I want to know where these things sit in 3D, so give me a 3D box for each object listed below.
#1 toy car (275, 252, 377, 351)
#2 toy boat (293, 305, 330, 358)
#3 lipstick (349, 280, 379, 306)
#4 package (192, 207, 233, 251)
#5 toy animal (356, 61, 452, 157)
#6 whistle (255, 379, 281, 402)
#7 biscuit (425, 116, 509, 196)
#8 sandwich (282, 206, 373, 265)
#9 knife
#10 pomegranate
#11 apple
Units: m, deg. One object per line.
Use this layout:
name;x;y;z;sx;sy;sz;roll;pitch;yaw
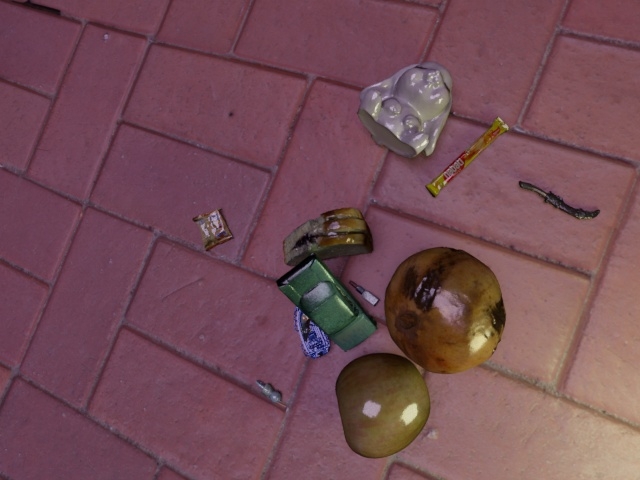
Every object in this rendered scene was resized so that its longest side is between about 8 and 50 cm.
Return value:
toy car;0.025;0.186;1.237;0.141;0.097;0.320;-38;116;7
toy boat;-0.036;0.260;1.314;0.091;0.110;0.174;-26;75;9
lipstick;0.126;0.153;1.331;0.107;0.025;0.025;38;93;21
package;-0.356;-0.039;1.479;0.108;0.031;0.120;-25;83;11
toy animal;0.262;-0.397;1.293;0.272;0.206;0.265;37;84;1
whistle;-0.157;0.457;1.358;0.100;0.035;0.035;33;92;17
biscuit;0.425;-0.241;1.307;0.292;0.026;0.048;-44;94;6
sandwich;0.000;-0.005;1.269;0.289;0.254;0.099;-10;78;15
knife;0.648;-0.106;1.232;0.222;0.021;0.045;25;90;12
pomegranate;0.313;0.175;1.148;0.323;0.322;0.321;-2;82;14
apple;0.161;0.424;1.171;0.234;0.257;0.256;-11;80;-5
